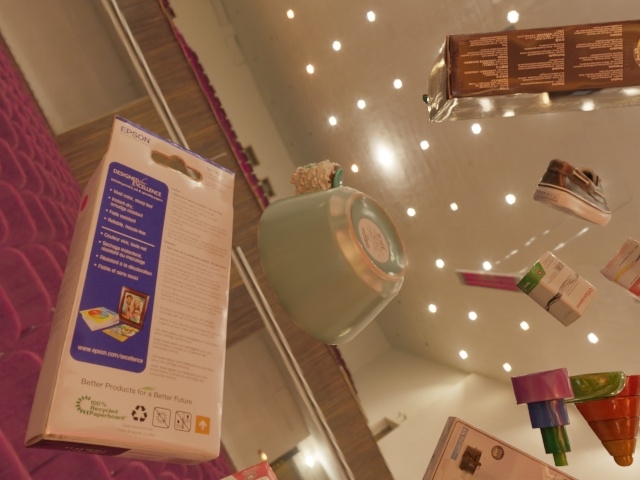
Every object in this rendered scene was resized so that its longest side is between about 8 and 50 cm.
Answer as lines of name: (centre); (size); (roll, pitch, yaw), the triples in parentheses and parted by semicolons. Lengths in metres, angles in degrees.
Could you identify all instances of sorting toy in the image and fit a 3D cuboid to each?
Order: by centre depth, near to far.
sorting toy: (0.361, 0.246, 0.747); (0.127, 0.365, 0.126); (-22, -116, 35)

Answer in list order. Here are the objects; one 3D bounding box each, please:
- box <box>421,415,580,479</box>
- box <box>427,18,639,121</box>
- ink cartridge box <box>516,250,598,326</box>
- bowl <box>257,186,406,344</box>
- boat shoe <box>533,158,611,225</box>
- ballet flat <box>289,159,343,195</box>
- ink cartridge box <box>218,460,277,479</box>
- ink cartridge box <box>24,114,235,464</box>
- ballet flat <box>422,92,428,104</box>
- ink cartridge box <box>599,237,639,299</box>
box: (0.383, 0.517, 1.190); (0.289, 0.169, 0.087); (27, -15, 9)
box: (0.375, -0.255, 0.859); (0.318, 0.394, 0.097); (-40, 127, -82)
ink cartridge box: (0.781, 0.158, 1.839); (0.208, 0.153, 0.087); (43, -36, 18)
bowl: (0.048, 0.022, 1.056); (0.163, 0.311, 0.312); (-30, -92, 31)
boat shoe: (0.631, -0.115, 1.344); (0.121, 0.335, 0.119); (26, -79, 41)
ballet flat: (0.000, 0.000, 1.350); (0.147, 0.146, 0.409); (34, -46, 54)
ink cartridge box: (-0.204, 0.732, 1.423); (0.283, 0.207, 0.117); (-116, -177, -73)
ink cartridge box: (-0.189, 0.046, 0.624); (0.069, 0.175, 0.371); (-30, -131, 39)
ballet flat: (0.384, -0.408, 1.641); (0.168, 0.052, 0.057); (27, -17, 24)
ink cartridge box: (0.760, 0.070, 1.340); (0.067, 0.115, 0.198); (35, 10, -14)
